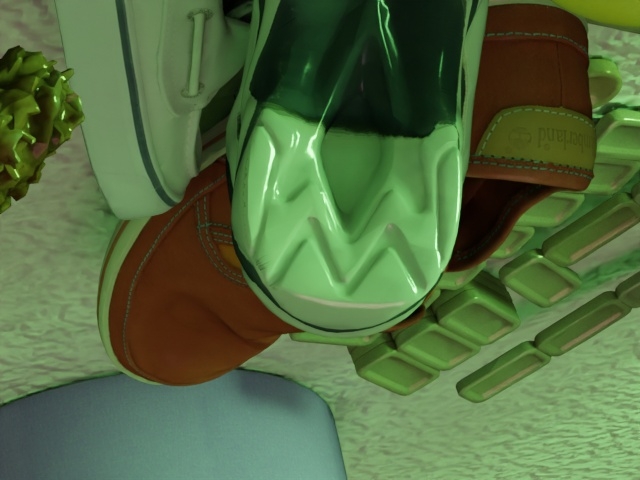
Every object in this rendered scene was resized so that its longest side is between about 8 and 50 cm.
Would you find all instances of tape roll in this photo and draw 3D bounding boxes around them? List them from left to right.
[{"bbox_3d":[-0.117,0.181,1.156,0.275,0.090,0.275,-11,152,-6],"label":"tape roll"}]

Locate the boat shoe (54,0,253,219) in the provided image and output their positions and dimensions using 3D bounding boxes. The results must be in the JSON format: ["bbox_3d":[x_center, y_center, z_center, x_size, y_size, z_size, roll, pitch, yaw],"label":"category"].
[{"bbox_3d":[-0.054,-0.090,0.670,0.084,0.095,0.258,-6,153,-3],"label":"boat shoe"}]

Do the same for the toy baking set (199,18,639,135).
[{"bbox_3d":[0.046,-0.077,0.804,0.256,0.030,0.196,-7,152,-11],"label":"toy baking set"}]

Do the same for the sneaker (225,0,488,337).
[{"bbox_3d":[0.016,-0.076,0.631,0.094,0.235,0.153,6,169,-7],"label":"sneaker"}]

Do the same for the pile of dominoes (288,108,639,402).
[{"bbox_3d":[0.120,0.003,1.003,0.251,0.040,0.196,-34,146,21],"label":"pile of dominoes"}]

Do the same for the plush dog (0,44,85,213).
[{"bbox_3d":[-0.173,-0.097,0.458,0.211,0.225,0.262,-32,144,34],"label":"plush dog"}]

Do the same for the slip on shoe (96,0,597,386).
[{"bbox_3d":[0.000,0.000,0.800,0.123,0.101,0.331,6,151,-37],"label":"slip on shoe"}]

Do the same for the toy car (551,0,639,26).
[{"bbox_3d":[0.121,-0.142,0.328,0.225,0.053,0.239,-11,132,14],"label":"toy car"}]
